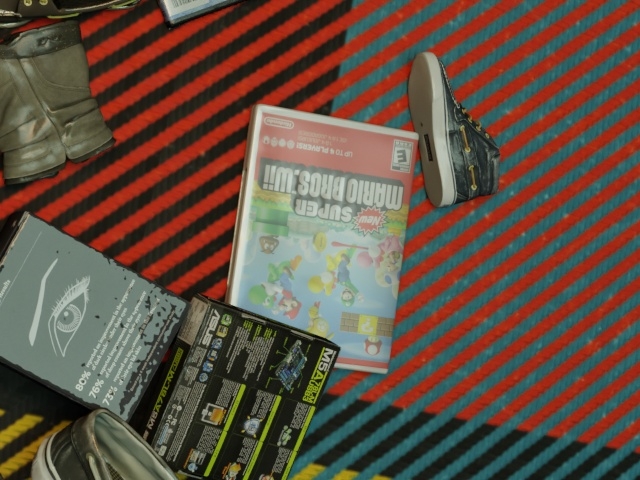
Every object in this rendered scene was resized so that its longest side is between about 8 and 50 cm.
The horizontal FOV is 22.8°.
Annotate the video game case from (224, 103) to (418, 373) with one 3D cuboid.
[{"bbox_3d":[0.000,0.000,1.822,0.204,0.025,0.285,9,87,-20],"label":"video game case"}]

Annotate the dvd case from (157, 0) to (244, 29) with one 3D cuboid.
[{"bbox_3d":[-0.134,-0.385,1.779,0.180,0.022,0.253,-23,97,-20],"label":"dvd case"}]

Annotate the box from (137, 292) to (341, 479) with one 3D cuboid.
[{"bbox_3d":[-0.090,0.173,1.740,0.184,0.045,0.191,20,92,-35],"label":"box"}]

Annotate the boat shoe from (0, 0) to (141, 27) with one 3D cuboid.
[{"bbox_3d":[-0.290,-0.276,1.696,0.227,0.068,0.081,-10,93,-20],"label":"boat shoe"}]

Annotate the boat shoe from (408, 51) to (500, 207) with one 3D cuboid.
[{"bbox_3d":[0.158,-0.134,1.864,0.083,0.065,0.183,-12,99,-22],"label":"boat shoe"}]

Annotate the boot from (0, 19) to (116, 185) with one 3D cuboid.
[{"bbox_3d":[-0.344,-0.130,1.672,0.246,0.083,0.161,-16,101,-18],"label":"boot"}]

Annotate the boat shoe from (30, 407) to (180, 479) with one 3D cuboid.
[{"bbox_3d":[-0.158,0.317,1.621,0.335,0.119,0.121,46,38,-3],"label":"boat shoe"}]

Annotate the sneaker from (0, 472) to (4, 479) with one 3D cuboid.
[{"bbox_3d":[-0.413,0.244,1.633,0.276,0.135,0.097,34,90,7],"label":"sneaker"}]

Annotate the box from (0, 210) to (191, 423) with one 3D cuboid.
[{"bbox_3d":[-0.268,0.082,1.679,0.207,0.108,0.153,32,79,-16],"label":"box"}]
